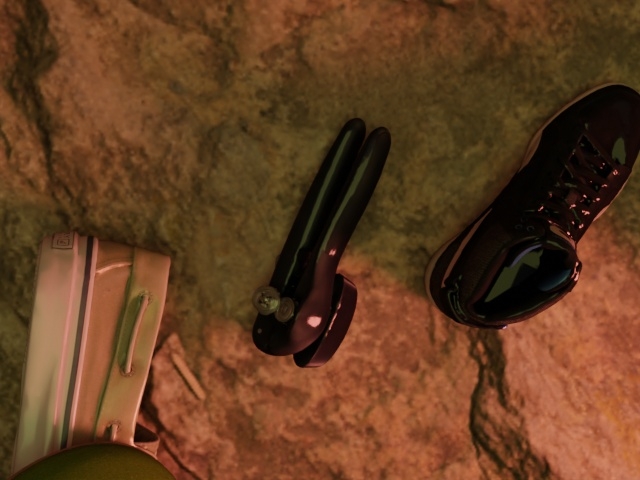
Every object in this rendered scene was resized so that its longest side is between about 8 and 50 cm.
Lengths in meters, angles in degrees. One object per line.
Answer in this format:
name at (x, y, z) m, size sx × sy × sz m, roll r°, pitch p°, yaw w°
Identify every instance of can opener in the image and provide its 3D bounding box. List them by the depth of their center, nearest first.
can opener at (0.000, 0.000, 0.656) m, size 0.059 × 0.073 × 0.186 m, roll 18°, pitch 92°, yaw 31°

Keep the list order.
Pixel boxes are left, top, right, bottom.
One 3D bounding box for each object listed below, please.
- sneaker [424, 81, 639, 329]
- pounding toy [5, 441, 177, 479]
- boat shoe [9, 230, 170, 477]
sneaker at (0.170, -0.019, 0.630) m, size 0.079 × 0.121 × 0.217 m, roll 41°, pitch 92°, yaw -10°
pounding toy at (-0.114, 0.241, 0.565) m, size 0.237 × 0.110 × 0.183 m, roll 45°, pitch 71°, yaw -44°
boat shoe at (-0.159, 0.147, 0.627) m, size 0.094 × 0.109 × 0.302 m, roll 5°, pitch 95°, yaw -11°
